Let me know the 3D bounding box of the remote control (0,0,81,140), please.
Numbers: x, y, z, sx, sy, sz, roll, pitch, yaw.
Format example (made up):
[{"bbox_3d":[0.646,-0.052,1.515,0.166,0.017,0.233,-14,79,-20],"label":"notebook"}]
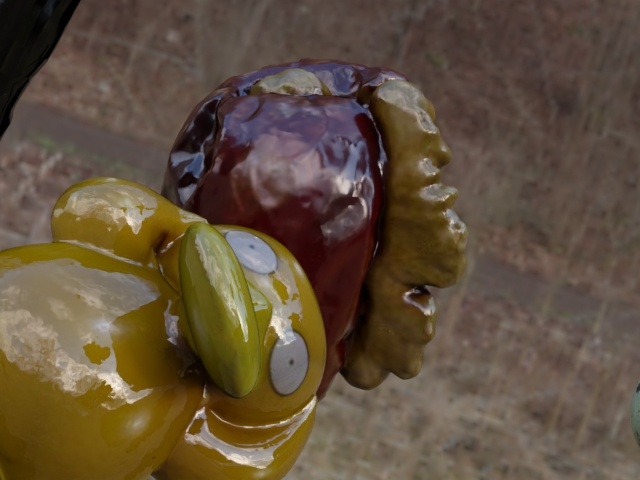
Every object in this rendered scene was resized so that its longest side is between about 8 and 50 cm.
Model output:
[{"bbox_3d":[-0.276,-0.108,1.096,0.144,0.399,0.062,47,30,21],"label":"remote control"}]

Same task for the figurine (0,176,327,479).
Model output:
[{"bbox_3d":[-0.112,0.066,0.898,0.228,0.215,0.215,-19,4,0],"label":"figurine"}]

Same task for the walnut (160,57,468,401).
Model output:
[{"bbox_3d":[0.000,0.000,1.219,0.243,0.269,0.222,8,18,18],"label":"walnut"}]

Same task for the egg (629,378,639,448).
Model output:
[{"bbox_3d":[0.336,0.163,1.505,0.085,0.110,0.085,7,-26,4],"label":"egg"}]
